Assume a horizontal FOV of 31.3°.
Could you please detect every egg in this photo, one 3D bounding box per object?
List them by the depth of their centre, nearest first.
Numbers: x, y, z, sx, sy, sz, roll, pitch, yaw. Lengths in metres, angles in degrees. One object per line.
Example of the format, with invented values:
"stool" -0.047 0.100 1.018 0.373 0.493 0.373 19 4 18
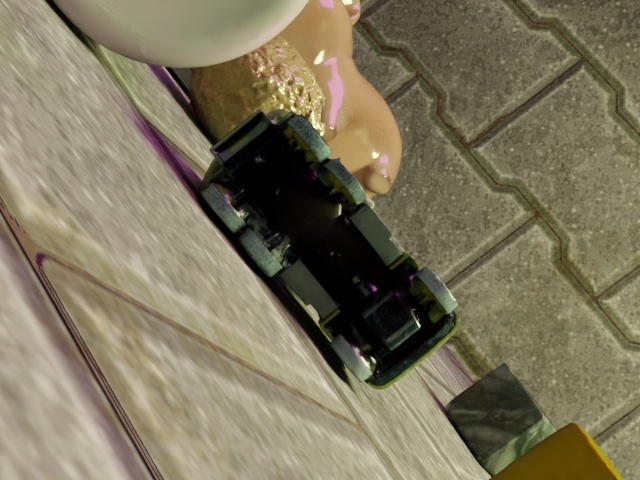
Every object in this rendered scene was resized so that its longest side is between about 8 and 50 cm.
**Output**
"egg" -0.060 -0.135 1.038 0.116 0.118 0.140 91 -26 -68

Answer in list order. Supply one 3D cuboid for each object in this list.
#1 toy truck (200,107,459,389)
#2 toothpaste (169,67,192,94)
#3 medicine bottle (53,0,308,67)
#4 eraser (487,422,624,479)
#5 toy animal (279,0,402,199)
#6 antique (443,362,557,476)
"toy truck" 0.000 0.000 0.756 0.191 0.085 0.116 49 -1 -11
"toothpaste" -0.124 -0.168 1.151 0.268 0.047 0.069 49 16 9
"medicine bottle" -0.119 -0.261 0.840 0.202 0.202 0.316 50 4 -26
"eraser" 0.092 0.141 0.426 0.045 0.097 0.122 51 6 -29
"toy animal" -0.018 -0.191 1.474 0.326 0.237 0.269 55 10 -38
"antique" 0.224 0.228 1.282 0.183 0.088 0.086 48 7 -47
